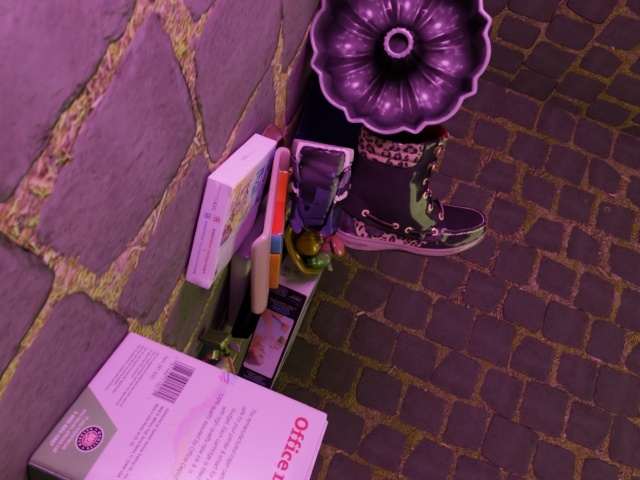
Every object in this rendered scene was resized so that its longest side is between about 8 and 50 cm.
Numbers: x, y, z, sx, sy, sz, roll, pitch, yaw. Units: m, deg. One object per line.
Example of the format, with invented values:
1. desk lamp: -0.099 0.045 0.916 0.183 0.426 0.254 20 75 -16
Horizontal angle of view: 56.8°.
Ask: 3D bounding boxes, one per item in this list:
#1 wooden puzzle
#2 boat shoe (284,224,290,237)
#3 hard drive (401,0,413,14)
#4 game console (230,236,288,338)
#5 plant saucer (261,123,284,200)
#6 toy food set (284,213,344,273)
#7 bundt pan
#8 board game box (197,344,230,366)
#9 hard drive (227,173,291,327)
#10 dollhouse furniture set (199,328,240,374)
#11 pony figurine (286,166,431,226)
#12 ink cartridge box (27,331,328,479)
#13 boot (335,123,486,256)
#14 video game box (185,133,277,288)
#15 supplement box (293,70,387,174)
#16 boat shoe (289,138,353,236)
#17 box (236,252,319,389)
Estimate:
1. wooden puzzle: -0.084 -0.016 1.087 0.221 0.044 0.239 99 1 -50
2. boat shoe: -0.047 -0.045 1.935 0.109 0.091 0.305 -62 179 21
3. hard drive: 0.152 -0.548 1.305 0.203 0.040 0.307 -69 -157 12
4. game console: -0.114 0.079 1.398 0.361 0.044 0.213 -56 170 -70
5. plant saucer: -0.105 -0.135 1.111 0.168 0.029 0.168 23 90 -86
6. toy food set: 0.000 0.000 1.227 0.218 0.071 0.128 5 67 -70
7. bundt pan: 0.151 -0.365 1.124 0.124 0.331 0.331 -43 155 -77
8. board game box: -0.275 0.363 1.395 0.317 0.046 0.213 104 9 -66
9. hard drive: -0.145 0.032 1.361 0.353 0.047 0.233 106 7 -56
10. dollhouse furniture set: -0.203 0.257 1.241 0.076 0.058 0.152 -43 134 -48
11. pony figurine: 0.058 -0.138 1.520 0.351 0.363 0.303 -126 -131 -76
12. ink cartridge box: -0.156 0.260 0.701 0.201 0.278 0.117 -63 173 -52
13. boot: 0.220 -0.114 1.284 0.138 0.377 0.284 -102 -161 -50
14. video game box: -0.140 -0.052 0.942 0.205 0.048 0.187 -63 176 -60
15. supplement box: 0.135 -0.308 1.419 0.356 0.195 0.194 -28 145 -48
16. boat shoe: -0.008 -0.102 1.107 0.340 0.127 0.158 -66 166 -80
17. box: -0.088 0.176 1.345 0.169 0.087 0.290 -61 174 -60
